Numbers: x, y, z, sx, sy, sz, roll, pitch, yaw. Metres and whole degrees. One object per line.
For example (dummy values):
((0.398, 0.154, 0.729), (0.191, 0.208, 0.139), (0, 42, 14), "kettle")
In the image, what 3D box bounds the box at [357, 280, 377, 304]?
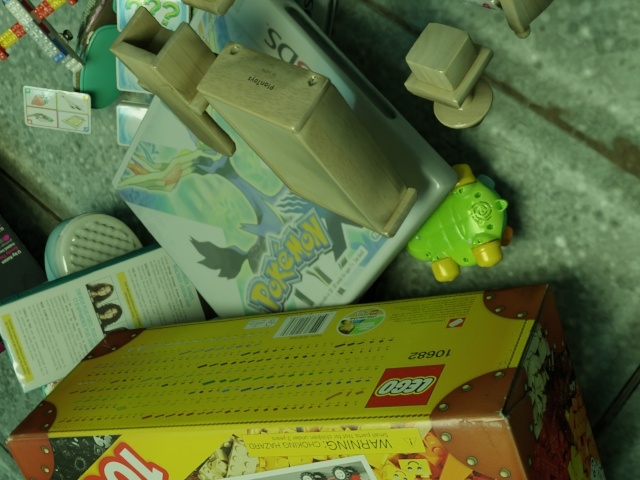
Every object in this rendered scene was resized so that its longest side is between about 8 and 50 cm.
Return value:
((0.000, 0.000, 1.032), (0.136, 0.036, 0.225), (30, 132, 25), "box")

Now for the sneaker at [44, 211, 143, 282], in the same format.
((-0.237, 0.134, 1.252), (0.150, 0.135, 0.366), (3, 113, 61), "sneaker")

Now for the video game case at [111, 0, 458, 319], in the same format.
((-0.057, -0.058, 0.983), (0.300, 0.036, 0.329), (49, 132, 14), "video game case")

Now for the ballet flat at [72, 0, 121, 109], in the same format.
((-0.228, -0.253, 1.095), (0.079, 0.077, 0.222), (49, 129, 35), "ballet flat")

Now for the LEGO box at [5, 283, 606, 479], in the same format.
((0.010, 0.269, 0.955), (0.500, 0.193, 0.373), (-9, 114, 29), "LEGO box")

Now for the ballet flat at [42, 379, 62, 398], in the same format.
((-0.290, 0.228, 1.315), (0.077, 0.091, 0.241), (16, 151, 15), "ballet flat")

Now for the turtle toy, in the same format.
((0.122, -0.014, 0.917), (0.130, 0.066, 0.095), (-24, 83, 44), "turtle toy")

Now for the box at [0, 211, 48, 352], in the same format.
((-0.476, 0.007, 1.313), (0.270, 0.143, 0.165), (51, 166, 8), "box")

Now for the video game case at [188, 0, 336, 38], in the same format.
((-0.080, -0.230, 1.010), (0.212, 0.023, 0.193), (28, 124, 27), "video game case")

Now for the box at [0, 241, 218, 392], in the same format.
((-0.234, 0.075, 1.127), (0.060, 0.244, 0.101), (12, 121, 69), "box")

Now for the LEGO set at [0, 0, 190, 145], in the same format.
((-0.262, -0.183, 1.051), (0.244, 0.060, 0.182), (8, 122, 3), "LEGO set")

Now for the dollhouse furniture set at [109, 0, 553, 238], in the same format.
((0.062, -0.208, 0.813), (0.303, 0.356, 0.174), (26, 167, 35), "dollhouse furniture set")
